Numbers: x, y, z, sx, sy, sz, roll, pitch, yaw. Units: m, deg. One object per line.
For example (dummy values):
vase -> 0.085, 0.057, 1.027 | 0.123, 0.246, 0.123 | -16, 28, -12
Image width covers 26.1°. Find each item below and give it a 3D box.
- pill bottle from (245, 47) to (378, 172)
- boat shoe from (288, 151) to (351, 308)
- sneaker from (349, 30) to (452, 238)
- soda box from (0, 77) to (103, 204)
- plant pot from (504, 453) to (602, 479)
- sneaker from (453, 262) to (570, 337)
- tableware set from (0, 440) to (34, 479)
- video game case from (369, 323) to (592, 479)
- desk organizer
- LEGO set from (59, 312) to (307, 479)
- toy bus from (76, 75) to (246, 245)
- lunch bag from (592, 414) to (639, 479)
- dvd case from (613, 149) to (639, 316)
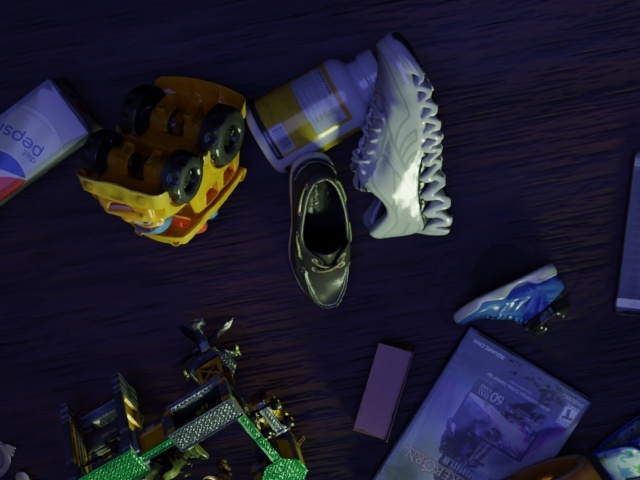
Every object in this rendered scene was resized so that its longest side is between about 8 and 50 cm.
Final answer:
pill bottle -> 0.001, -0.173, 1.794 | 0.184, 0.103, 0.103 | -29, 95, 6
boat shoe -> 0.000, 0.000, 1.799 | 0.081, 0.068, 0.227 | -12, 121, -7
sneaker -> 0.093, -0.122, 1.742 | 0.118, 0.110, 0.292 | -12, 123, -3
soda box -> -0.434, -0.097, 1.830 | 0.286, 0.098, 0.091 | -36, 95, 6
plant pot -> 0.323, 0.391, 1.805 | 0.205, 0.205, 0.188 | -23, 92, 6
sneaker -> 0.259, 0.099, 1.839 | 0.152, 0.058, 0.084 | -25, 87, -1
tableware set -> -0.465, 0.363, 1.931 | 0.141, 0.020, 0.168 | 38, 98, -2
video game case -> 0.214, 0.279, 1.883 | 0.196, 0.026, 0.274 | 31, 97, -1
desk organizer -> 0.086, 0.200, 1.868 | 0.050, 0.047, 0.130 | 17, 98, 3
LEGO set -> -0.193, 0.265, 1.855 | 0.331, 0.192, 0.255 | -37, 124, 10
toy bus -> -0.192, -0.071, 1.760 | 0.149, 0.220, 0.211 | 17, 136, 21
lunch bag -> 0.461, 0.297, 1.842 | 0.151, 0.096, 0.129 | -33, 97, 21
dvd case -> 0.486, -0.003, 1.835 | 0.165, 0.018, 0.221 | 6, 97, 1
